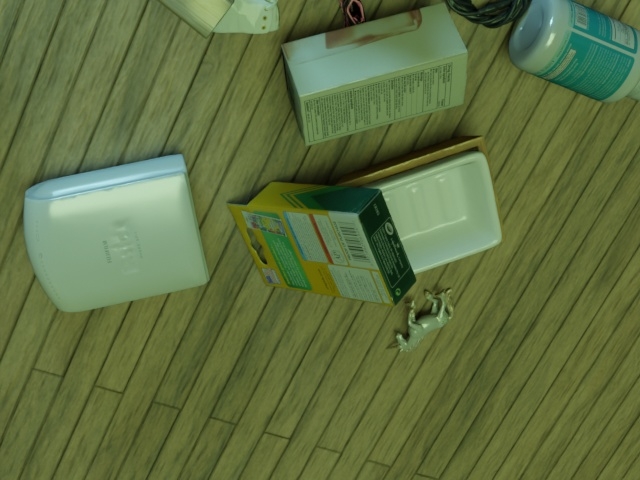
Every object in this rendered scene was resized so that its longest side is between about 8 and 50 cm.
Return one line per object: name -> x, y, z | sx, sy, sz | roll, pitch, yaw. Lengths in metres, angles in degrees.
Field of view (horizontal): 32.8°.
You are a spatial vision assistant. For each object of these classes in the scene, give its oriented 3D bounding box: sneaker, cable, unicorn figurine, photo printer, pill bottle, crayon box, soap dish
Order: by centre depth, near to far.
sneaker -> -0.071, -0.440, 1.816 | 0.292, 0.108, 0.169 | -14, 121, 6
sneaker -> 0.063, -0.378, 1.898 | 0.047, 0.057, 0.119 | -20, 121, -4
cable -> 0.288, -0.459, 1.919 | 0.184, 0.047, 0.151 | 19, 118, -19
photo printer -> -0.372, -0.008, 1.960 | 0.307, 0.107, 0.256 | -11, 119, -7
pill bottle -> 0.484, -0.337, 1.962 | 0.264, 0.146, 0.146 | 18, 111, -20
crayon box -> 0.000, 0.000, 1.987 | 0.083, 0.322, 0.203 | -47, 127, -34
soap dish -> 0.186, -0.061, 2.053 | 0.290, 0.118, 0.229 | -18, 119, -3
unicorn figurine -> 0.205, 0.166, 2.207 | 0.161, 0.060, 0.111 | -18, 119, -3

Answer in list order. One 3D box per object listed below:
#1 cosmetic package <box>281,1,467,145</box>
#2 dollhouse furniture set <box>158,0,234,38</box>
cosmetic package -> 0.093, -0.287, 1.883 | 0.296, 0.129, 0.153 | -14, 149, -6
dollhouse furniture set -> -0.102, -0.518, 1.587 | 0.362, 0.256, 0.394 | 38, 106, -10
